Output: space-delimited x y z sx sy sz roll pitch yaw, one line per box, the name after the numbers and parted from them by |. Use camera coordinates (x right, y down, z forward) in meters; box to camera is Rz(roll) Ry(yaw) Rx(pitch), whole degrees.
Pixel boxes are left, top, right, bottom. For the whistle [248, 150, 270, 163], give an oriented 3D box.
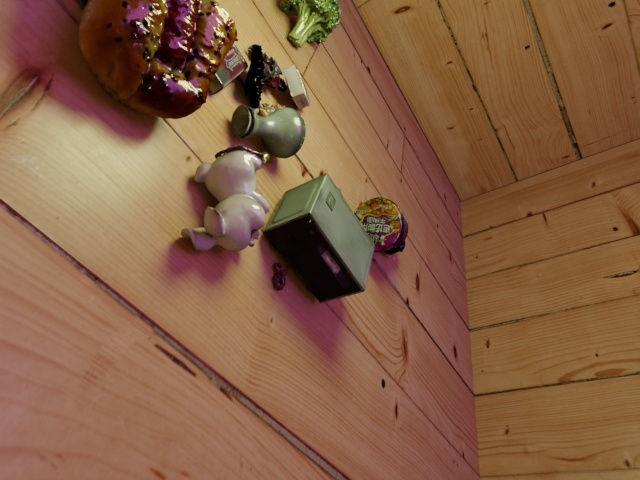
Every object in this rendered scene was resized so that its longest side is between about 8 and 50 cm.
-0.221 -0.276 1.540 0.109 0.046 0.057 -46 127 -52 | whistle

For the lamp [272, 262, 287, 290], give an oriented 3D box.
-0.133 0.121 1.454 0.063 0.031 0.083 41 44 -39 | lamp

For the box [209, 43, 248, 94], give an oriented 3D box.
-0.334 -0.591 1.516 0.120 0.069 0.224 55 33 -27 | box

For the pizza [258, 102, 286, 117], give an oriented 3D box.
-0.162 -0.481 1.757 0.185 0.052 0.195 52 33 -34 | pizza

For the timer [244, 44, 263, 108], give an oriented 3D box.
-0.239 -0.592 1.625 0.144 0.055 0.187 99 -4 -68 | timer

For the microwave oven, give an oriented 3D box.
0.000 0.000 1.560 0.355 0.218 0.286 54 34 -26 | microwave oven

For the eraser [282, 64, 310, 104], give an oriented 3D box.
-0.098 -0.634 1.864 0.210 0.068 0.124 -40 112 -84 | eraser

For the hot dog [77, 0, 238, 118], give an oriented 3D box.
-0.408 -0.502 1.118 0.367 0.196 0.365 36 74 -49 | hot dog

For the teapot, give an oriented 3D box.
-0.182 -0.388 1.563 0.251 0.183 0.183 1 71 -46 | teapot

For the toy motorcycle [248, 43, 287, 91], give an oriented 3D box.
-0.213 -0.675 1.763 0.213 0.082 0.122 54 22 -10 | toy motorcycle

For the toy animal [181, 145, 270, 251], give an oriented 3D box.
-0.247 -0.097 1.256 0.247 0.183 0.310 29 53 -43 | toy animal

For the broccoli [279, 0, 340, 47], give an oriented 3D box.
-0.072 -1.086 2.135 0.249 0.302 0.375 52 -1 11 | broccoli

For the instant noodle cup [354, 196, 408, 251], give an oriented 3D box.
0.289 -0.061 2.080 0.190 0.251 0.251 15 59 -65 | instant noodle cup

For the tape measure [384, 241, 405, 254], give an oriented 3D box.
0.345 -0.020 2.264 0.199 0.112 0.186 33 38 -39 | tape measure

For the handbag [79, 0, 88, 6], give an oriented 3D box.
-0.500 -0.688 1.252 0.325 0.118 0.269 23 60 -54 | handbag
